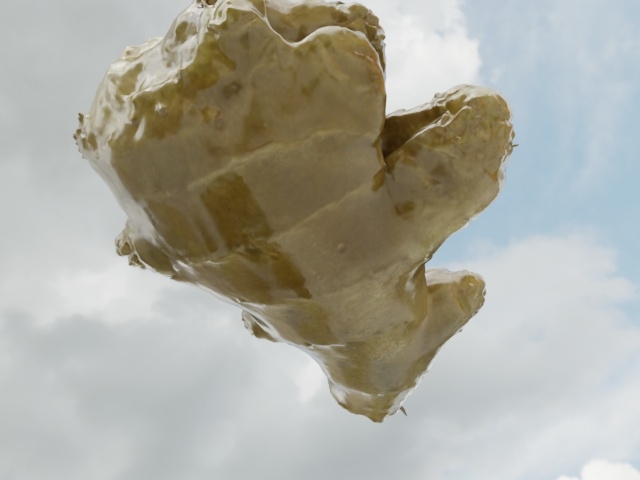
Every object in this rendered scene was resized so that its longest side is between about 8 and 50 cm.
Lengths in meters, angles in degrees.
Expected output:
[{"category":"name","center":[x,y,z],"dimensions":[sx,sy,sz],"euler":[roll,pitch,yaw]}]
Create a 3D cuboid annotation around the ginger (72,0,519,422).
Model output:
[{"category":"ginger","center":[0.019,-0.017,0.559],"dimensions":[0.236,0.166,0.375],"euler":[-44,-37,5]}]
